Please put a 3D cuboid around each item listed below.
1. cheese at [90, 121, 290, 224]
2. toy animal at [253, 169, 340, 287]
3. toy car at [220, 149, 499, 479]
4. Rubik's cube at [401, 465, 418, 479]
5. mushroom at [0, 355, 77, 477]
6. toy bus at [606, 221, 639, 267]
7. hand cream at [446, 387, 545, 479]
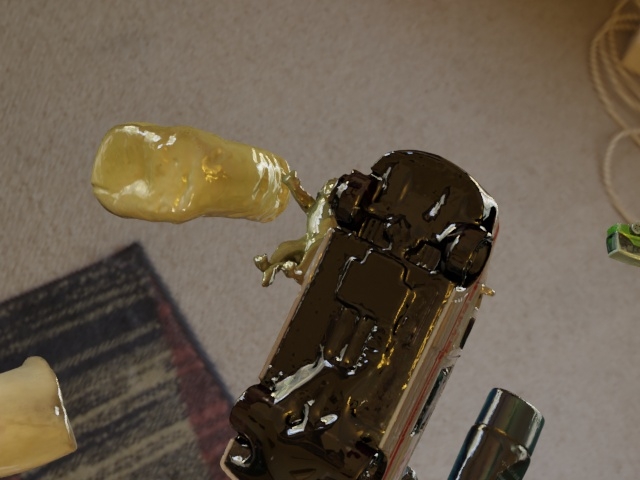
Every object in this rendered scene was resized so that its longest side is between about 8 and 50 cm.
[{"bbox_3d":[-0.146,-0.073,1.423,0.214,0.226,0.117,3,96,-59],"label":"cheese"},{"bbox_3d":[-0.007,-0.014,1.079,0.220,0.069,0.086,-45,122,-55],"label":"toy animal"},{"bbox_3d":[0.034,0.056,0.662,0.089,0.209,0.108,26,4,27],"label":"toy car"},{"bbox_3d":[0.064,0.274,1.398,0.211,0.178,0.190,0,58,-22],"label":"Rubik's cube"},{"bbox_3d":[-0.408,0.190,1.160,0.336,0.314,0.314,-14,69,-29],"label":"mushroom"},{"bbox_3d":[0.316,0.008,1.155,0.083,0.031,0.037,14,73,-7],"label":"toy bus"},{"bbox_3d":[0.151,0.289,1.250,0.120,0.061,0.270,45,67,-46],"label":"hand cream"}]
